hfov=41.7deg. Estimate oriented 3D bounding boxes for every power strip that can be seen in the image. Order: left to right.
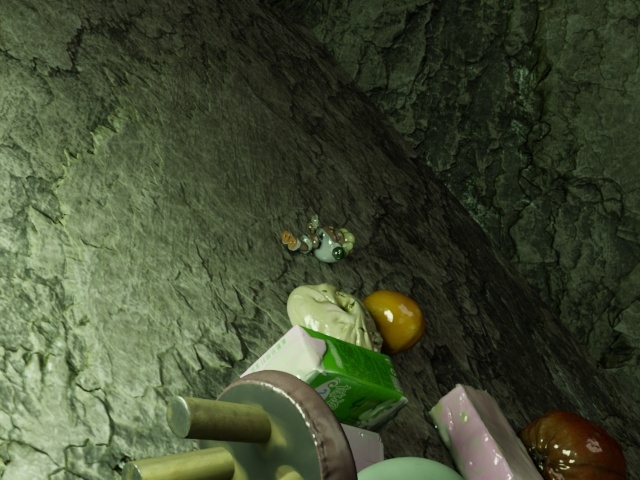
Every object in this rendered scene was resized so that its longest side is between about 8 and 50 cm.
[{"bbox_3d":[0.014,0.356,1.400,0.278,0.037,0.109,26,55,-42],"label":"power strip"}]

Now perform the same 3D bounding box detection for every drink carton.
[{"bbox_3d":[0.017,0.258,1.464,0.271,0.161,0.108,24,30,-43],"label":"drink carton"}]

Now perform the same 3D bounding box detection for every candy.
[{"bbox_3d":[0.358,0.449,1.813,0.155,0.116,0.265,22,29,-40],"label":"candy"}]

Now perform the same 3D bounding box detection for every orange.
[{"bbox_3d":[0.155,0.187,1.881,0.159,0.159,0.136,35,64,-25],"label":"orange"}]

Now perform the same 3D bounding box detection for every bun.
[{"bbox_3d":[0.043,0.176,1.722,0.237,0.116,0.210,31,26,-31],"label":"bun"}]

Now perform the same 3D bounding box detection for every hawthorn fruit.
[{"bbox_3d":[0.565,0.514,1.906,0.261,0.258,0.258,-3,46,-26],"label":"hawthorn fruit"}]

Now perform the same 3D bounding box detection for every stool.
[{"bbox_3d":[-0.103,0.307,1.054,0.178,0.272,0.272,-5,52,-45],"label":"stool"}]

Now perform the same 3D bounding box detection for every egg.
[{"bbox_3d":[0.145,0.440,1.344,0.264,0.183,0.183,23,30,-34],"label":"egg"}]

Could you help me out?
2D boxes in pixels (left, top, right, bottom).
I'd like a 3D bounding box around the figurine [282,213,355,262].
[{"bbox_3d":[0.001,-0.001,1.996,0.197,0.094,0.147,18,22,-48],"label":"figurine"}]
